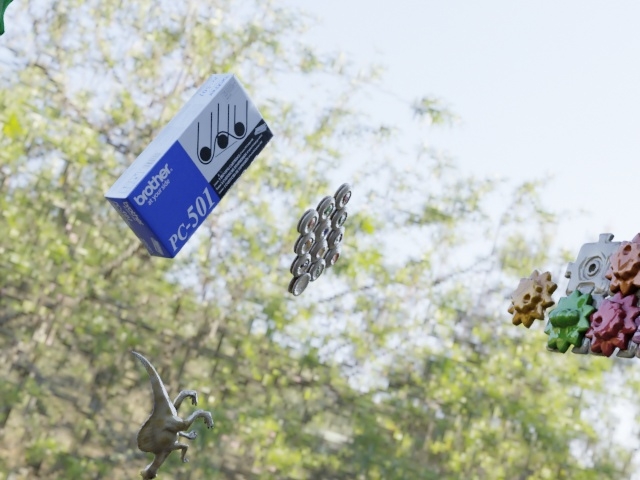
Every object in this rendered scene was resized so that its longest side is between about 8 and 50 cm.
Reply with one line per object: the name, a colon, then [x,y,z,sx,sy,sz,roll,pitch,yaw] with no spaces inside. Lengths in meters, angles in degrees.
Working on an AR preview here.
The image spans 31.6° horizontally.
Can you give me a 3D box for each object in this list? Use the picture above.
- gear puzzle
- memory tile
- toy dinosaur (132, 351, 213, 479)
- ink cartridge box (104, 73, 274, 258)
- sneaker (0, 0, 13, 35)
gear puzzle: [0.346,0.061,1.425,0.044,0.176,0.339,29,-16,-25]
memory tile: [0.000,0.000,1.516,0.012,0.113,0.148,33,-44,24]
toy dinosaur: [-0.181,0.215,1.357,0.092,0.183,0.053,-13,27,-36]
ink cartridge box: [-0.145,-0.087,1.286,0.046,0.207,0.097,6,-39,45]
sneaker: [-0.457,-0.440,1.715,0.123,0.296,0.109,34,-7,-32]
